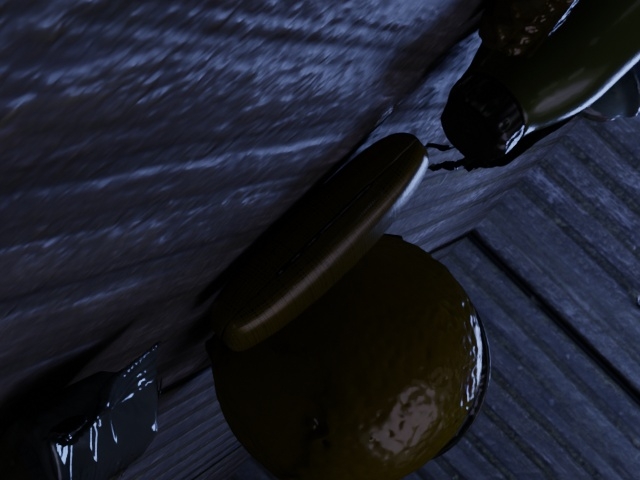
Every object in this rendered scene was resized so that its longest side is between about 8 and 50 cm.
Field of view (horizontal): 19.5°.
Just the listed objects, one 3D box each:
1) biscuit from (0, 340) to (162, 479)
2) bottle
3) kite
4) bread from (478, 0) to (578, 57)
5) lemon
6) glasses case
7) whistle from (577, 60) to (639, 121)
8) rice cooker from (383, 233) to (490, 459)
[{"bbox_3d":[-0.232,0.203,1.305,0.309,0.079,0.186,-45,176,17],"label":"biscuit"},{"bbox_3d":[0.202,-0.164,1.577,0.260,0.112,0.112,-42,173,-30],"label":"bottle"},{"bbox_3d":[0.159,-0.098,1.716,0.152,0.015,0.285,-37,-166,-22],"label":"kite"},{"bbox_3d":[0.170,-0.192,1.449,0.066,0.060,0.110,-9,157,-23],"label":"bread"},{"bbox_3d":[0.031,0.106,1.677,0.253,0.228,0.228,-27,169,-16],"label":"lemon"},{"bbox_3d":[0.000,0.000,1.545,0.234,0.064,0.079,-44,170,-12],"label":"glasses case"},{"bbox_3d":[0.298,-0.192,2.065,0.142,0.134,0.346,-48,-176,-6],"label":"whistle"},{"bbox_3d":[0.042,0.133,1.926,0.227,0.241,0.280,-21,114,-67],"label":"rice cooker"}]
